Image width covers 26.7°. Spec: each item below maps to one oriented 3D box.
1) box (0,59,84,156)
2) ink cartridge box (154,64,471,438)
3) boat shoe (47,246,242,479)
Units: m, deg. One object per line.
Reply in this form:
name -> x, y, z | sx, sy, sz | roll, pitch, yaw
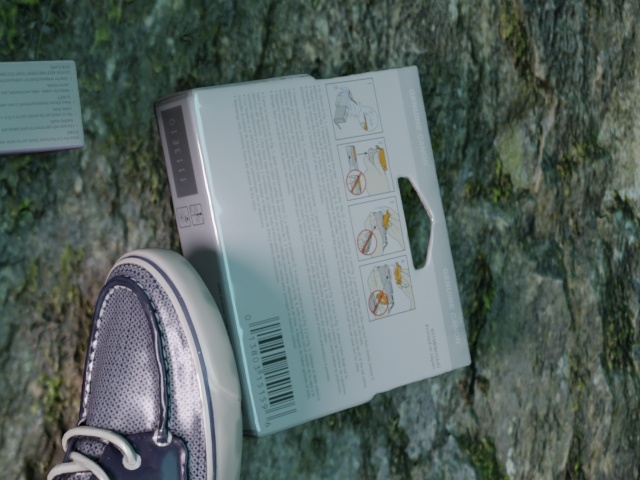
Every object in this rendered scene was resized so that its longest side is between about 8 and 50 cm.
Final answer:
box -> -0.311, -0.078, 0.872 | 0.324, 0.063, 0.067 | -9, 94, -38
ink cartridge box -> 0.000, 0.000, 1.115 | 0.239, 0.060, 0.275 | -13, 93, -39
boat shoe -> -0.147, 0.179, 0.936 | 0.158, 0.127, 0.340 | -6, 91, -46
